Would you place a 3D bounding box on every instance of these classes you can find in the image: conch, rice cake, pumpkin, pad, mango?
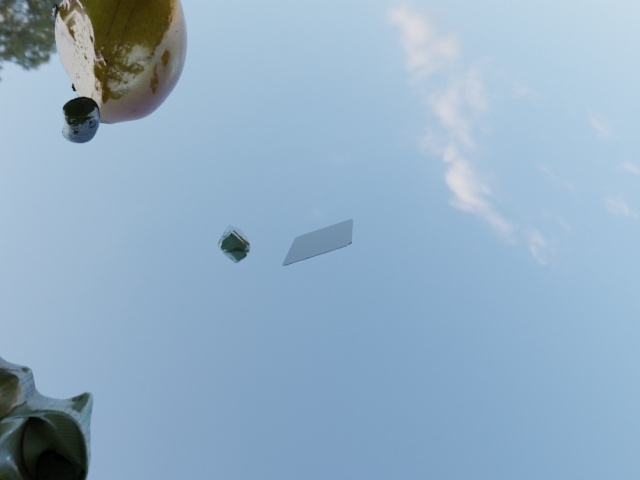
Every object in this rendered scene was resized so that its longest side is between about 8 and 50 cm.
[{"bbox_3d":[-0.436,0.294,0.665,0.203,0.386,0.169,-28,-165,-9],"label":"conch"},{"bbox_3d":[-0.148,0.000,0.775,0.045,0.245,0.042,42,-93,-12],"label":"rice cake"},{"bbox_3d":[-0.350,-0.170,0.665,0.050,0.083,0.028,-20,-115,-41],"label":"pumpkin"},{"bbox_3d":[0.000,0.000,0.737,0.112,0.003,0.157,-18,-166,10],"label":"pad"},{"bbox_3d":[-0.288,-0.306,0.681,0.187,0.257,0.138,53,-140,-12],"label":"mango"}]
